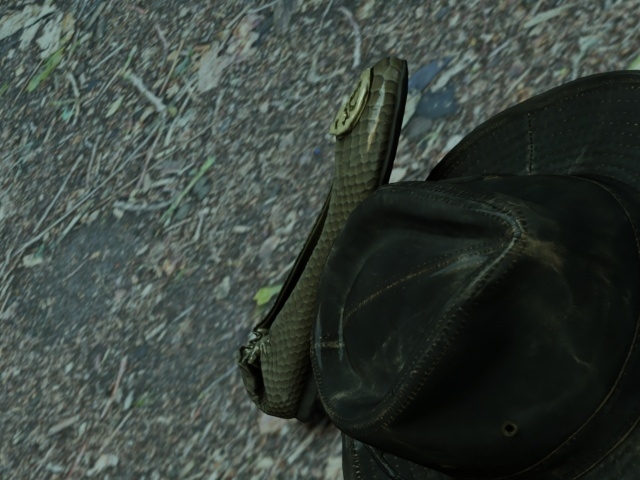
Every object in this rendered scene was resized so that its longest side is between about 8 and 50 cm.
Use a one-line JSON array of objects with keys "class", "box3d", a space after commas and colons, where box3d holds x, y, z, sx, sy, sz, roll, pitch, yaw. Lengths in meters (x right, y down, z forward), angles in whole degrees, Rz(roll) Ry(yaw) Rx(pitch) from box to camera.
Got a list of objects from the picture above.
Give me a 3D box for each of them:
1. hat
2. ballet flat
[{"class": "hat", "box3d": [0.085, 0.034, 0.998, 0.331, 0.134, 0.331, -28, 50, 40]}, {"class": "ballet flat", "box3d": [0.000, 0.000, 1.163, 0.084, 0.058, 0.250, -66, -5, -64]}]
